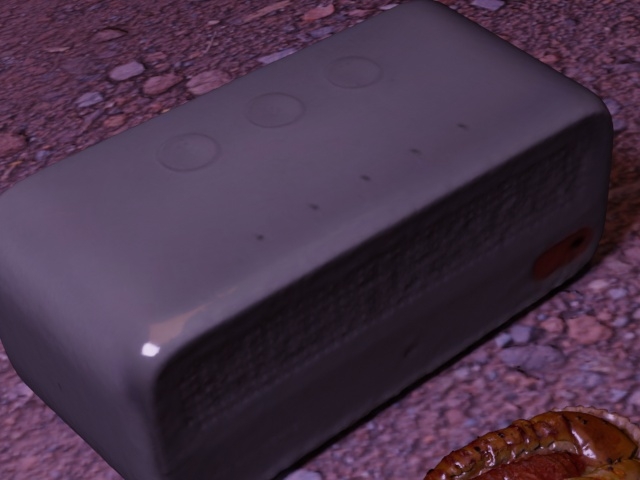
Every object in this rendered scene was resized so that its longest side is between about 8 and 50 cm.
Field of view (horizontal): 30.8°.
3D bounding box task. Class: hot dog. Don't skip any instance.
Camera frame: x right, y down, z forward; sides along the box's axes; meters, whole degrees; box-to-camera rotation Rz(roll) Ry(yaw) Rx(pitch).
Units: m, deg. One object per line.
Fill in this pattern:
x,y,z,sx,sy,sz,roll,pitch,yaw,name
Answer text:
0.104,0.150,0.636,0.192,0.053,0.099,-27,40,-19,hot dog

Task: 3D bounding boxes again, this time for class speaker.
0.000,0.000,0.779,0.406,0.183,0.184,-29,43,-26,speaker
